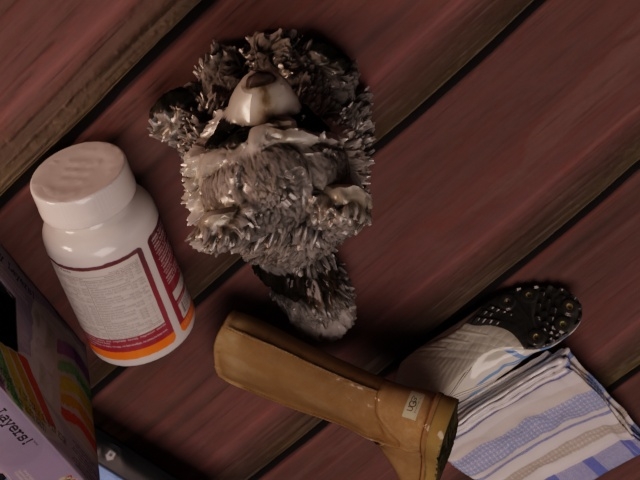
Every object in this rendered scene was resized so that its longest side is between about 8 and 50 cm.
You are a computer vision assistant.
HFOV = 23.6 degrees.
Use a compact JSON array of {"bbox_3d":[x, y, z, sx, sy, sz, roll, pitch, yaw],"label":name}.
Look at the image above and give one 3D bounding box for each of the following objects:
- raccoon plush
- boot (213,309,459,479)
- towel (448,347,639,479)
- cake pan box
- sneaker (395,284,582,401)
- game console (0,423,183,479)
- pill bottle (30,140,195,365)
[{"bbox_3d":[0.000,0.000,1.499,0.216,0.299,0.446,-27,128,9],"label":"raccoon plush"},{"bbox_3d":[0.020,0.185,1.735,0.269,0.089,0.236,20,149,12],"label":"boot"},{"bbox_3d":[0.270,0.244,1.880,0.209,0.034,0.285,-32,138,15],"label":"towel"},{"bbox_3d":[-0.323,0.119,1.561,0.070,0.246,0.267,-28,126,6],"label":"cake pan box"},{"bbox_3d":[0.194,0.125,1.786,0.237,0.085,0.086,-28,162,3],"label":"sneaker"},{"bbox_3d":[-0.337,0.364,1.758,0.386,0.060,0.342,38,93,-27],"label":"game console"},{"bbox_3d":[-0.214,0.014,1.579,0.121,0.121,0.221,-16,128,1],"label":"pill bottle"}]
